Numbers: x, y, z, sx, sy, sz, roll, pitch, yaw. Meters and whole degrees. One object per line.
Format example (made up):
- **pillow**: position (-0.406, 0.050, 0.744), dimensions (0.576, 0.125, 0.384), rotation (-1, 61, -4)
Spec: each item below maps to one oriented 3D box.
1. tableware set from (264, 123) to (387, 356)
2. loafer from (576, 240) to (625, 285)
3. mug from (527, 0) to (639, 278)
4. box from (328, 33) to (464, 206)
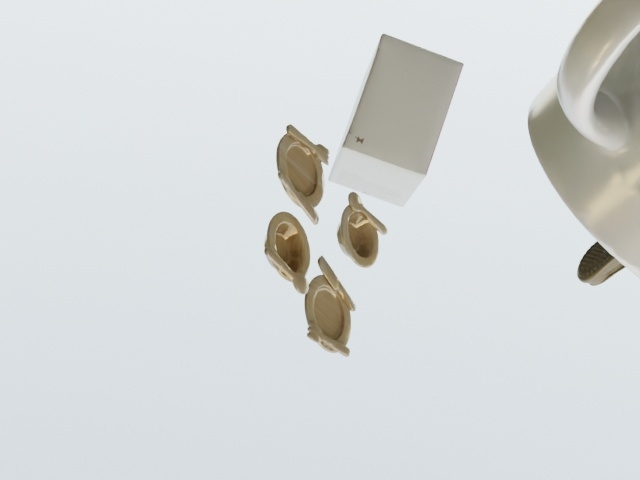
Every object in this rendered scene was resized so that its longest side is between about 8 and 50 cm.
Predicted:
- **tableware set**: position (0.000, 0.000, 1.238), dimensions (0.020, 0.141, 0.169), rotation (-14, -136, 31)
- **loafer**: position (0.381, 0.010, 1.913), dimensions (0.148, 0.050, 0.056), rotation (-39, -155, -3)
- **mug**: position (0.353, -0.146, 1.314), dimensions (0.374, 0.328, 0.276), rotation (9, -136, -42)
- **box**: position (0.076, -0.122, 1.633), dimensions (0.091, 0.170, 0.130), rotation (20, -100, -2)
